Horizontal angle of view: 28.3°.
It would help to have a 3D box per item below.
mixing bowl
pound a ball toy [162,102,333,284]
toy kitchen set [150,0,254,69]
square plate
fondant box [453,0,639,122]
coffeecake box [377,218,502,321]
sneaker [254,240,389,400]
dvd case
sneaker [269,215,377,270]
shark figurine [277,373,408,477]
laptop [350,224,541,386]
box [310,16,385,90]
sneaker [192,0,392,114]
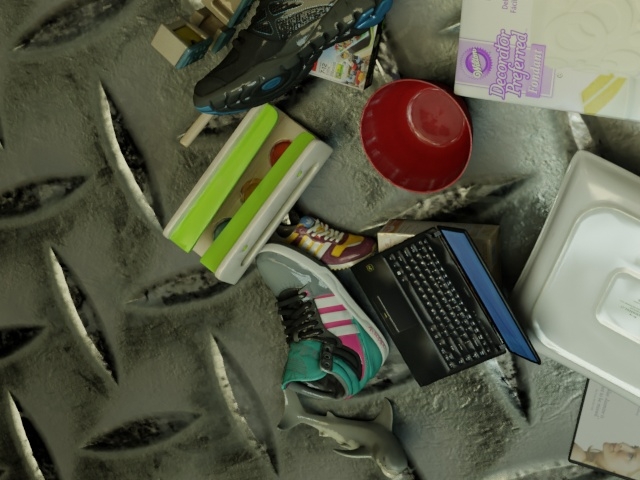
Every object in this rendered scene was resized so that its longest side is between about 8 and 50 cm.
[{"bbox_3d":[0.160,-0.174,1.938,0.181,0.098,0.181,12,119,22],"label":"mixing bowl"},{"bbox_3d":[-0.127,-0.117,2.044,0.208,0.136,0.319,37,93,17],"label":"pound a ball toy"},{"bbox_3d":[-0.137,-0.360,1.955,0.122,0.166,0.207,38,119,5],"label":"toy kitchen set"},{"bbox_3d":[0.460,0.088,1.853,0.347,0.049,0.344,28,124,14],"label":"square plate"},{"bbox_3d":[0.368,-0.306,1.809,0.330,0.096,0.238,11,114,20],"label":"fondant box"},{"bbox_3d":[0.192,0.047,2.033,0.185,0.068,0.142,4,112,22],"label":"coffeecake box"},{"bbox_3d":[-0.026,0.154,2.065,0.295,0.178,0.124,46,137,-15],"label":"sneaker"},{"bbox_3d":[0.534,0.312,2.020,0.253,0.022,0.180,15,115,16],"label":"dvd case"},{"bbox_3d":[0.000,0.000,2.093,0.185,0.069,0.084,-6,113,24],"label":"sneaker"},{"bbox_3d":[0.066,0.316,2.192,0.278,0.166,0.116,22,92,33],"label":"shark figurine"},{"bbox_3d":[0.186,0.111,1.942,0.264,0.136,0.234,-26,98,29],"label":"laptop"},{"bbox_3d":[0.042,-0.346,1.961,0.114,0.036,0.207,19,116,15],"label":"box"},{"bbox_3d":[-0.059,-0.314,1.911,0.341,0.125,0.139,-34,81,8],"label":"sneaker"}]
